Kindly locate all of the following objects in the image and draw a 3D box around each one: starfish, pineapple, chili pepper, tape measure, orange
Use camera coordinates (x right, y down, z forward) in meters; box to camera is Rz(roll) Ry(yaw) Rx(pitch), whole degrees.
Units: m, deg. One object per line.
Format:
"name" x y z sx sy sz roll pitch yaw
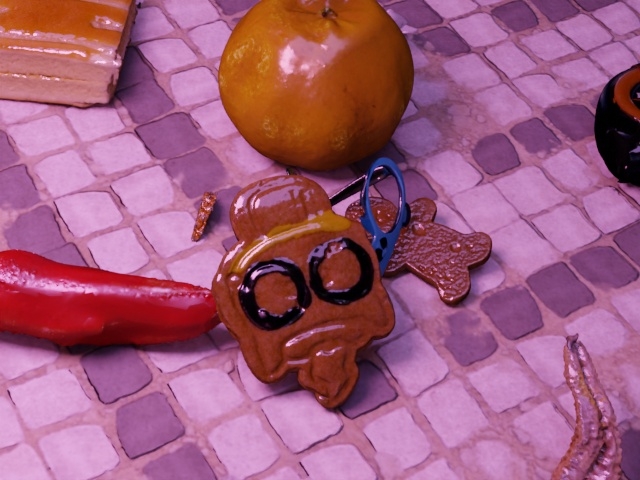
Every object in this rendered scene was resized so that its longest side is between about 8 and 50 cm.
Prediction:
"starfish" 0.292 0.347 1.150 0.398 0.132 0.384 -36 58 -27
"pineapple" -0.157 -0.041 1.484 0.019 0.045 0.083 20 45 -7
"chili pepper" -0.298 0.074 1.324 0.388 0.110 0.110 8 49 -3
"tape measure" 0.516 -0.168 1.635 0.202 0.135 0.222 -1 47 4
"orange" -0.004 -0.237 1.545 0.279 0.235 0.279 5 57 -8

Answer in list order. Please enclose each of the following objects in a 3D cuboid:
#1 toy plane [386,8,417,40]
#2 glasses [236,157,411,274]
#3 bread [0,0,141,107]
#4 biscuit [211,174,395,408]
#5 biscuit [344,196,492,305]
"toy plane" 0.073 -0.315 1.729 0.174 0.080 0.174 -4 35 3
"glasses" -0.002 -0.018 1.429 0.207 0.102 0.239 17 65 11
"bread" -0.401 -0.321 1.644 0.246 0.111 0.239 8 50 -2
"biscuit" -0.022 0.062 1.315 0.209 0.041 0.290 -19 89 -12
"biscuit" 0.127 0.002 1.492 0.205 0.031 0.138 26 62 14
